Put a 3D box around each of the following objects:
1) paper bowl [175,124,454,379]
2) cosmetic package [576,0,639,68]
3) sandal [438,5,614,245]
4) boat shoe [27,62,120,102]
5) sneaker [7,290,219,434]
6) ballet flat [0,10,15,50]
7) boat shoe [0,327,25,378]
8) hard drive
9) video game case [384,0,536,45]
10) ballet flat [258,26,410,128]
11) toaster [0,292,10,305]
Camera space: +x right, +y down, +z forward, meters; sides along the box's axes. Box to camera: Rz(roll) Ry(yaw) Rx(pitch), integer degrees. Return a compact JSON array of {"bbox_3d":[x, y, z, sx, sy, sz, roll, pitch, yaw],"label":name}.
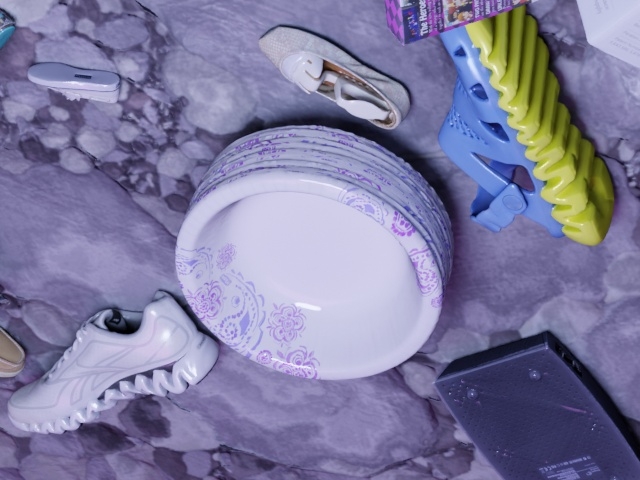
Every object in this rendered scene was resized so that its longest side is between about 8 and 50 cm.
[{"bbox_3d":[0.000,0.000,1.730,0.284,0.148,0.284,9,133,10],"label":"paper bowl"},{"bbox_3d":[0.321,-0.248,1.374,0.151,0.151,0.183,18,141,-38],"label":"cosmetic package"},{"bbox_3d":[0.172,-0.110,1.600,0.138,0.126,0.317,-9,126,29],"label":"sandal"},{"bbox_3d":[-0.261,-0.163,1.742,0.100,0.035,0.035,7,130,2],"label":"boat shoe"},{"bbox_3d":[-0.266,0.145,1.984,0.292,0.110,0.118,-22,114,23],"label":"sneaker"},{"bbox_3d":[-0.357,-0.204,1.736,0.041,0.041,0.114,31,132,-11],"label":"ballet flat"},{"bbox_3d":[-0.440,0.099,2.015,0.190,0.068,0.072,31,121,-11],"label":"boat shoe"},{"bbox_3d":[0.263,0.214,1.907,0.172,0.054,0.255,-21,122,31],"label":"hard drive"},{"bbox_3d":[0.148,-0.301,1.410,0.210,0.042,0.232,-21,132,-13],"label":"video game case"},{"bbox_3d":[0.013,-0.162,1.644,0.168,0.052,0.057,24,134,-4],"label":"ballet flat"},{"bbox_3d":[-0.484,0.025,1.901,0.185,0.110,0.168,-7,110,22],"label":"toaster"}]
